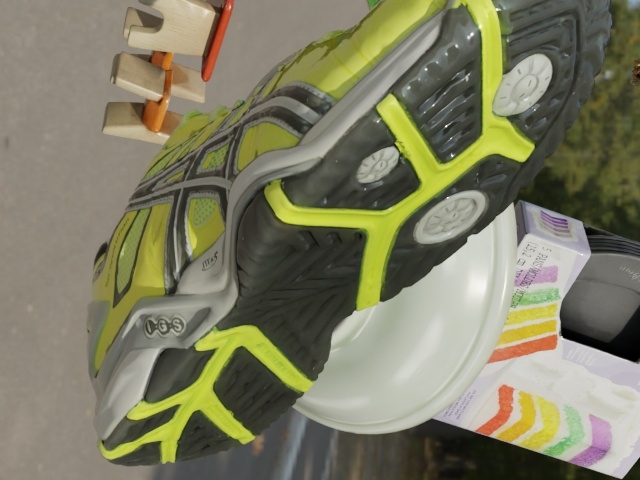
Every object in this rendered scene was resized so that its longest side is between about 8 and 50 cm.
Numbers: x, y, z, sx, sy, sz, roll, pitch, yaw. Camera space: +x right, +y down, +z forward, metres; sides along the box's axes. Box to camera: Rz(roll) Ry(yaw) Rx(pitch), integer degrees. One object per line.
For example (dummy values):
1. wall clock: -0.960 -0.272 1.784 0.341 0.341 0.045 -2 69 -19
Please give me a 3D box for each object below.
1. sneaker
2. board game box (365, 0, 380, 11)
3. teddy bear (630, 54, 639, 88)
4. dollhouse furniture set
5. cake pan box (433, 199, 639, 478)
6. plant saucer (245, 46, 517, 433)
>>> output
1. sneaker: -0.022 -0.031 0.555 0.145 0.385 0.147 8 47 -45
2. board game box: 0.113 -0.336 1.371 0.259 0.124 0.039 -68 135 -81
3. teddy bear: 0.477 -0.182 1.176 0.338 0.245 0.113 66 24 3
4. dollhouse furniture set: -0.090 -0.244 0.959 0.259 0.135 0.262 -94 -158 -46
5. cake pan box: 0.259 0.104 1.090 0.070 0.246 0.267 -86 -161 -54
6. plant saucer: 0.000 0.000 1.067 0.100 0.400 0.400 -6 100 -46
